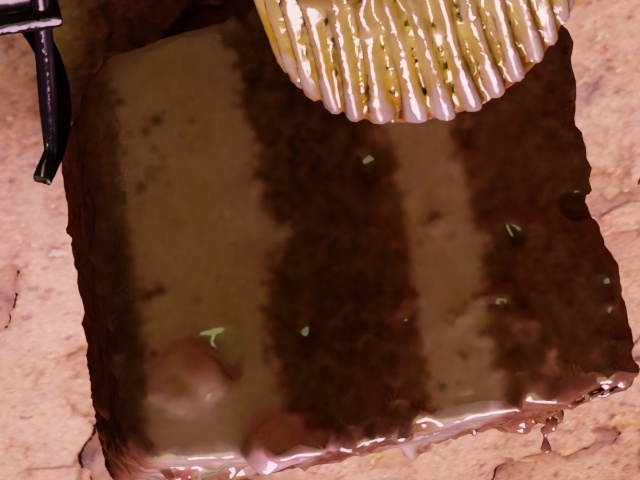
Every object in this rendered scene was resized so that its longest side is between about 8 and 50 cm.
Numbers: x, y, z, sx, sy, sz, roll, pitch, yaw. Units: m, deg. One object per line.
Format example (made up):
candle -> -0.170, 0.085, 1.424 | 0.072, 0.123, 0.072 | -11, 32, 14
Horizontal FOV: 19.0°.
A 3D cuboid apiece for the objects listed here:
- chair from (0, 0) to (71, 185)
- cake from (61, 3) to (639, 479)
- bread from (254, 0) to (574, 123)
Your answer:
chair -> -0.205, -0.159, 0.970 | 0.141, 0.154, 0.260 | -9, 142, -11
cake -> 0.000, 0.000, 1.128 | 0.290, 0.282, 0.256 | -6, 170, -12
bread -> 0.043, -0.183, 0.958 | 0.179, 0.250, 0.133 | -9, 148, 9
